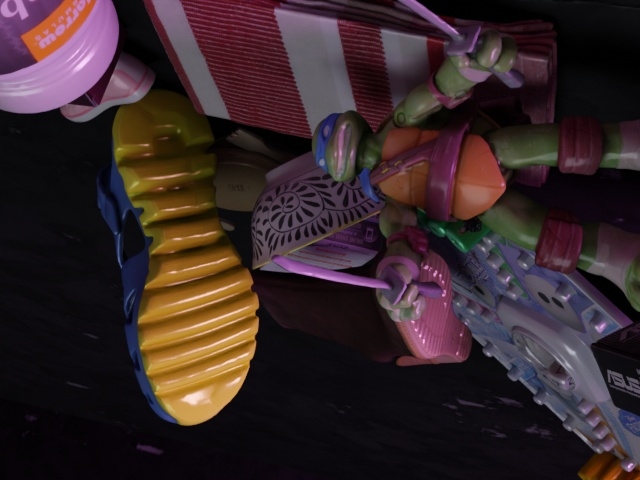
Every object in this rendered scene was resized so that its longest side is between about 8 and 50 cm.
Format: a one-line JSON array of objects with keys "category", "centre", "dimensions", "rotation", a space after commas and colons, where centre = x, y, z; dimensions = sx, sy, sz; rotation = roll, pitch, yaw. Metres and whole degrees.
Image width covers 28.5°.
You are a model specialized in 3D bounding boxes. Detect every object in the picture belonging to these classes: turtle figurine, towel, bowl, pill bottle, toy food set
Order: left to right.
[{"category": "pill bottle", "centre": [-0.240, -0.209, 0.867], "dimensions": [0.162, 0.162, 0.278], "rotation": [12, 160, 14]}, {"category": "toy food set", "centre": [-0.088, -0.073, 1.308], "dimensions": [0.132, 0.038, 0.192], "rotation": [23, 149, -31]}, {"category": "bowl", "centre": [-0.004, -0.042, 1.202], "dimensions": [0.080, 0.170, 0.170], "rotation": [64, 152, 0]}, {"category": "towel", "centre": [0.030, -0.134, 1.038], "dimensions": [0.329, 0.037, 0.237], "rotation": [13, 160, 13]}, {"category": "turtle figurine", "centre": [0.111, -0.037, 0.880], "dimensions": [0.266, 0.197, 0.274], "rotation": [11, 165, 7]}]

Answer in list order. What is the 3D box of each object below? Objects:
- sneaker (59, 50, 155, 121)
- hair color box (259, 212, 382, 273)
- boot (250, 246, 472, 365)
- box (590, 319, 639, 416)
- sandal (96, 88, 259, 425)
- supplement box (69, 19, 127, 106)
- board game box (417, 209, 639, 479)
[{"category": "sneaker", "centre": [-0.217, -0.153, 1.169], "dimensions": [0.070, 0.051, 0.134], "rotation": [35, 152, -33]}, {"category": "hair color box", "centre": [0.000, 0.000, 1.376], "dimensions": [0.093, 0.053, 0.167], "rotation": [12, 164, -14]}, {"category": "boot", "centre": [0.022, 0.059, 1.185], "dimensions": [0.207, 0.090, 0.248], "rotation": [9, 162, 21]}, {"category": "box", "centre": [0.364, 0.059, 0.913], "dimensions": [0.270, 0.060, 0.216], "rotation": [-24, -171, -9]}, {"category": "sandal", "centre": [-0.147, 0.021, 1.222], "dimensions": [0.126, 0.317, 0.138], "rotation": [-3, 170, -28]}, {"category": "supplement box", "centre": [-0.278, -0.183, 1.087], "dimensions": [0.188, 0.080, 0.104], "rotation": [9, 159, 22]}, {"category": "board game box", "centre": [0.217, 0.115, 1.223], "dimensions": [0.390, 0.050, 0.390], "rotation": [43, 169, 7]}]
